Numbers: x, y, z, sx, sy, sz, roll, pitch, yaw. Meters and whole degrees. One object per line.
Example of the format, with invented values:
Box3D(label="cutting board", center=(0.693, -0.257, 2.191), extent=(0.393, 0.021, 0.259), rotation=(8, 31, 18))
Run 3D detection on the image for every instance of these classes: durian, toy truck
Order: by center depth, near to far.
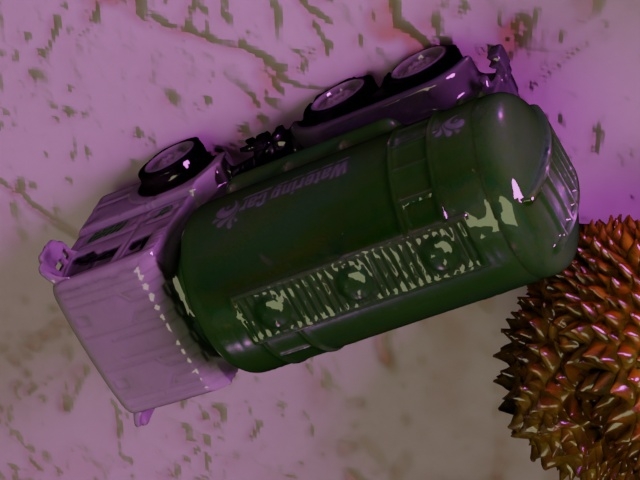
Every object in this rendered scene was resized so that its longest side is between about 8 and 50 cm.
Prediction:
Box3D(label="durian", center=(0.157, 0.060, 0.726), extent=(0.168, 0.137, 0.158), rotation=(45, 134, 14))
Box3D(label="toy truck", center=(0.000, 0.000, 0.738), extent=(0.242, 0.125, 0.101), rotation=(-19, 113, 25))
